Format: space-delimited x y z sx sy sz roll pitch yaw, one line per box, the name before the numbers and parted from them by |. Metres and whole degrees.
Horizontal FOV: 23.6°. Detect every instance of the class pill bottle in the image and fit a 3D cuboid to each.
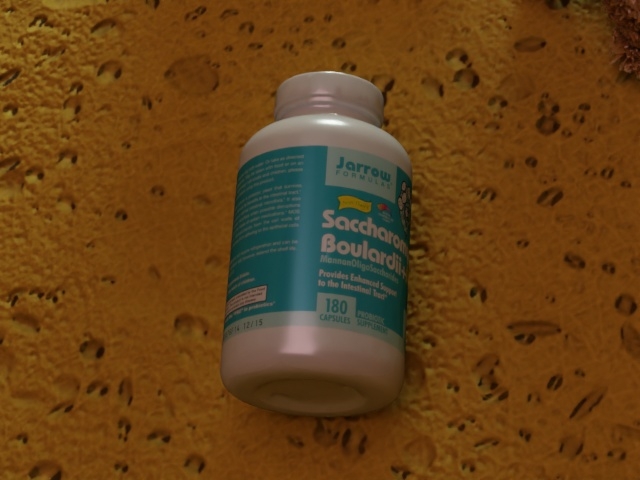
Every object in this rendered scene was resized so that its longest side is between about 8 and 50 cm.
pill bottle | 0.000 0.000 1.243 0.146 0.146 0.264 -4 67 17

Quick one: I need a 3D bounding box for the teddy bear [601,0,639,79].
teddy bear | 0.247 -0.301 1.288 0.338 0.113 0.245 43 111 24
